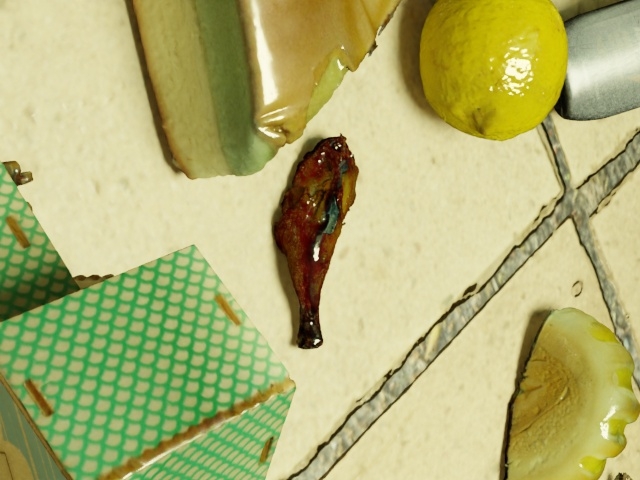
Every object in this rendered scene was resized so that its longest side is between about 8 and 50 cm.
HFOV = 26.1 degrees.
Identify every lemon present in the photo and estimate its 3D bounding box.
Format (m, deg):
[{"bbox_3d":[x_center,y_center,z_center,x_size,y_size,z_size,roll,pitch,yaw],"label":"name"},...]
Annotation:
[{"bbox_3d":[0.124,-0.134,0.994,0.109,0.109,0.133,19,69,-42],"label":"lemon"}]

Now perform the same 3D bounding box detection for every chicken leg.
[{"bbox_3d":[-0.002,-0.002,0.924,0.062,0.037,0.145,38,61,-51],"label":"chicken leg"}]

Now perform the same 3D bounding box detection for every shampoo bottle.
[{"bbox_3d":[0.294,-0.165,1.122,0.233,0.049,0.087,-18,102,-11],"label":"shampoo bottle"}]

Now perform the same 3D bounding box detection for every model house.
[{"bbox_3d":[-0.119,0.083,0.685,0.178,0.206,0.271,-19,101,-42],"label":"model house"}]

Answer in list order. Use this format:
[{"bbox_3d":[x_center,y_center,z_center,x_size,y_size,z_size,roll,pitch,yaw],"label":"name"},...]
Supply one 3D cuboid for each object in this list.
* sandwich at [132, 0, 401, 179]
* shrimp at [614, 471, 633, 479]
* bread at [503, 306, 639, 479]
[{"bbox_3d":[-0.052,-0.174,0.828,0.186,0.108,0.220,47,59,-32],"label":"sandwich"},{"bbox_3d":[0.219,0.273,1.118,0.101,0.042,0.190,41,63,-27],"label":"shrimp"},{"bbox_3d":[0.204,0.130,1.076,0.083,0.094,0.157,21,66,-37],"label":"bread"}]
